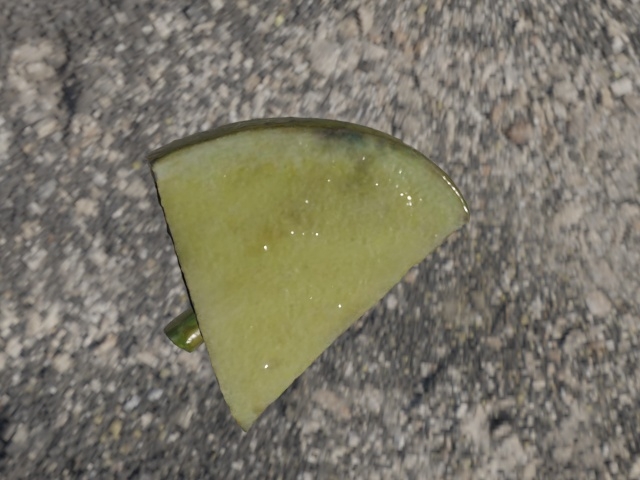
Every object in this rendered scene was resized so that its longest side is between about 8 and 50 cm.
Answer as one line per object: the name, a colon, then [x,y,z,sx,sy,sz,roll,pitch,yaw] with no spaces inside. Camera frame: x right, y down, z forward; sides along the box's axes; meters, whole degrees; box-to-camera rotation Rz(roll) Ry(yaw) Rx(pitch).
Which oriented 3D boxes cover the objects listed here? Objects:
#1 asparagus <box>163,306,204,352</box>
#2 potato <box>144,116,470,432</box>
asparagus: [-0.081,0.051,1.389,0.178,0.041,0.045,-39,143,3]
potato: [0.000,0.000,1.201,0.255,0.112,0.269,-18,112,-6]
